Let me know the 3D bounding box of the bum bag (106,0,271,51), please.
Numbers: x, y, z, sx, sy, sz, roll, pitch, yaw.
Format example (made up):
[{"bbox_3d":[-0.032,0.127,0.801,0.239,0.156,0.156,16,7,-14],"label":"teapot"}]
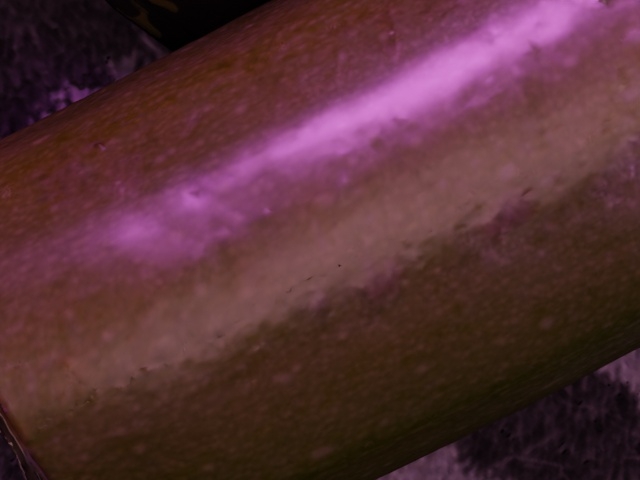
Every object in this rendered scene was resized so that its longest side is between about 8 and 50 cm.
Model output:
[{"bbox_3d":[-0.110,-0.175,1.022,0.106,0.060,0.232,-24,137,36],"label":"bum bag"}]

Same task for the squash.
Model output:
[{"bbox_3d":[0.000,0.000,1.020,0.384,0.263,0.263,-26,104,-1],"label":"squash"}]
